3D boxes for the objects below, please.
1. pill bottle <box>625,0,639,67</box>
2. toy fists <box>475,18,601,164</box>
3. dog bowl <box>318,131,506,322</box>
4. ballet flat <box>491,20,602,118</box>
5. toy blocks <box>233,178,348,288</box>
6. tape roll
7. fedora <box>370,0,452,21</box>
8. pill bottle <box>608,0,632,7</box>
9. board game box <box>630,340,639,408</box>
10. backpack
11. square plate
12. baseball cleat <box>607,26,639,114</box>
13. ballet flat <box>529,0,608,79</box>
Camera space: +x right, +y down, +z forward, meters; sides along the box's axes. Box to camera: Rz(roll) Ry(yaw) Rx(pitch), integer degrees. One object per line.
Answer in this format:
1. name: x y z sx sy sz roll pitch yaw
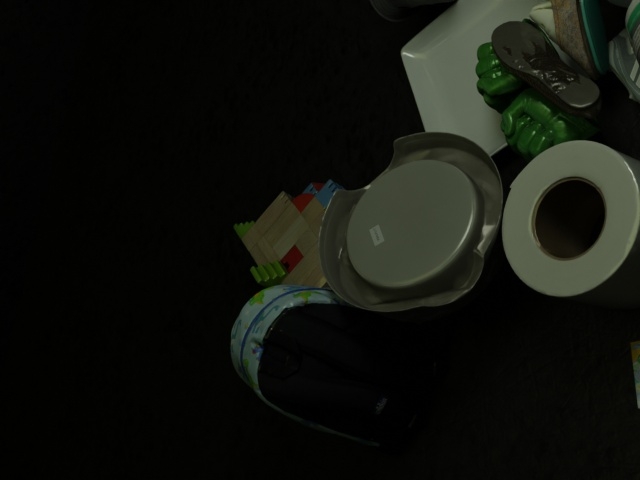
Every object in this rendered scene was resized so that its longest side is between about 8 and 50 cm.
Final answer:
1. pill bottle: 0.581 -0.206 1.367 0.204 0.204 0.360 -32 58 39
2. toy fists: 0.352 -0.244 1.641 0.142 0.096 0.279 -42 56 31
3. dog bowl: 0.169 -0.016 1.670 0.349 0.102 0.348 -18 53 26
4. ballet flat: 0.364 -0.272 1.558 0.084 0.058 0.250 -40 53 1
5. toy blocks: 0.000 0.000 1.994 0.261 0.191 0.381 -49 43 12
6. tape roll: 0.431 -0.020 1.508 0.246 0.169 0.246 -16 68 45
7. fedora: 0.209 -0.534 1.851 0.124 0.275 0.243 18 108 26
8. pill bottle: 0.514 -0.588 1.489 0.229 0.229 0.407 -17 75 44
9. board game box: 0.542 0.192 1.436 0.154 0.026 0.103 -19 67 44
10. backpack: 0.010 0.214 1.769 0.273 0.356 0.290 31 104 48
11. square plate: 0.321 -0.318 1.801 0.344 0.049 0.347 -36 56 36
12. baseball cleat: 0.528 -0.272 1.543 0.109 0.072 0.205 -51 48 27
13. ballet flat: 0.382 -0.404 1.540 0.106 0.107 0.315 -3 115 33
